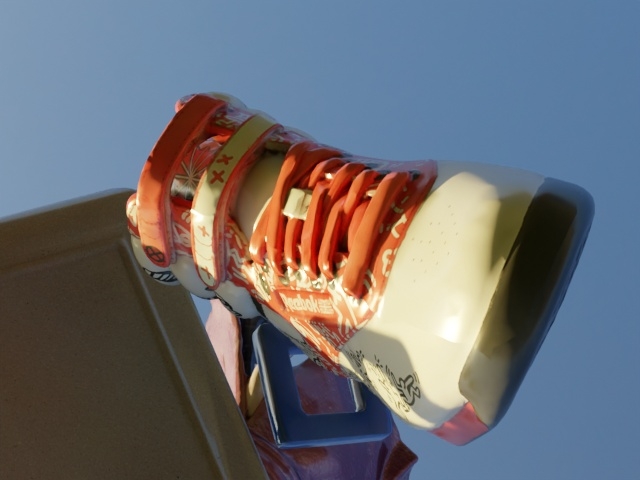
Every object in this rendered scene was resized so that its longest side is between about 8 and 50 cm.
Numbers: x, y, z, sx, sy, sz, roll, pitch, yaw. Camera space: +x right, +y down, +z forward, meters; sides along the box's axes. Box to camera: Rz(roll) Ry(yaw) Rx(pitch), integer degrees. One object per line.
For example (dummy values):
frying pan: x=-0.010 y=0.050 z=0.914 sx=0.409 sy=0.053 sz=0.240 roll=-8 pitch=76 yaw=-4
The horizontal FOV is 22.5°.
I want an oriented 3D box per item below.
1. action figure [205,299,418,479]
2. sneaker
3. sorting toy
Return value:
action figure: x=-0.052 y=0.191 z=1.255 sx=0.248 sy=0.276 sz=0.370 roll=12 pitch=-152 yaw=19
sneaker: x=-0.001 y=0.001 z=0.585 sx=0.145 sy=0.270 sz=0.090 roll=27 pitch=-95 yaw=-3
sorting toy: x=-0.130 y=0.082 z=0.736 sx=0.347 sy=0.047 sz=0.196 roll=-17 pitch=-107 yaw=-34
